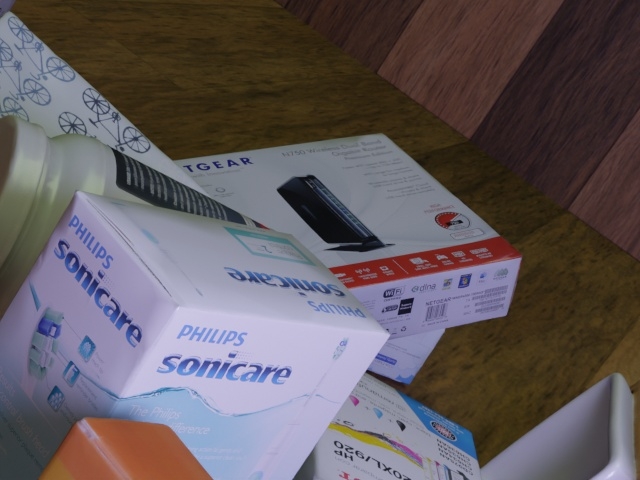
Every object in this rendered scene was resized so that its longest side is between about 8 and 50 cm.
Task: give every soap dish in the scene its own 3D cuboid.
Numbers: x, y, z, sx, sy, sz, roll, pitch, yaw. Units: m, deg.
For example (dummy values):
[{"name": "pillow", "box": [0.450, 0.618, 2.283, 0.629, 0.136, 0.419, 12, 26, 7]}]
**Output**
[{"name": "soap dish", "box": [0.239, 0.262, 1.482, 0.118, 0.229, 0.291, 49, 17, -4]}]

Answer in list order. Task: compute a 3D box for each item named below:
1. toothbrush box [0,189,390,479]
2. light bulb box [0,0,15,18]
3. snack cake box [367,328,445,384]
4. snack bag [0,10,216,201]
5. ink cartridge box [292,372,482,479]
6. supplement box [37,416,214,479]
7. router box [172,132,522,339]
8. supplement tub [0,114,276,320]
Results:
[{"name": "toothbrush box", "box": [-0.125, 0.132, 1.032, 0.216, 0.295, 0.126, 10, 29, -51]}, {"name": "light bulb box", "box": [-0.481, -0.419, 1.793, 0.225, 0.358, 0.361, 35, 18, 11]}, {"name": "snack cake box", "box": [0.028, 0.049, 1.886, 0.152, 0.089, 0.264, 21, 21, -28]}, {"name": "snack bag", "box": [-0.252, -0.040, 1.452, 0.323, 0.037, 0.342, 45, 33, -9]}, {"name": "ink cartridge box", "box": [0.022, 0.231, 1.237, 0.171, 0.168, 0.232, 30, 18, -12]}, {"name": "supplement box", "box": [-0.149, 0.213, 0.872, 0.078, 0.233, 0.080, 45, 17, 33]}, {"name": "router box", "box": [0.000, 0.000, 1.733, 0.335, 0.082, 0.301, -10, 36, -30]}, {"name": "supplement tub", "box": [-0.172, 0.029, 1.284, 0.272, 0.191, 0.191, 27, 18, -27]}]
